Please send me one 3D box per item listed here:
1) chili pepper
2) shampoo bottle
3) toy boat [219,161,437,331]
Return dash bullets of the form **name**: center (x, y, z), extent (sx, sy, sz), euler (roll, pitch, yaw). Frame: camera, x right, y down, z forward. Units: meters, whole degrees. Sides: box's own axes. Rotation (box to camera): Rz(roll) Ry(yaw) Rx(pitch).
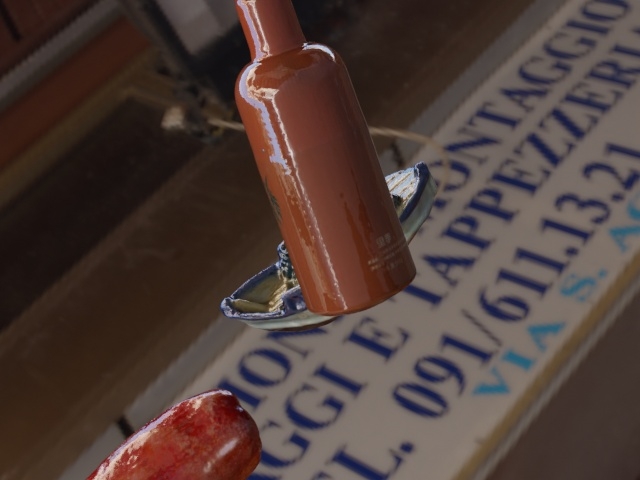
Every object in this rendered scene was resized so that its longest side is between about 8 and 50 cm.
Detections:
- **chili pepper**: center (-0.095, 0.149, 0.879), extent (0.123, 0.073, 0.070), euler (-39, -83, -8)
- **shampoo bottle**: center (-0.009, -0.072, 0.914), extent (0.085, 0.085, 0.244), euler (-28, -77, -37)
- **toy boat**: center (0.000, 0.000, 1.382), extent (0.115, 0.114, 0.262), euler (33, -66, -24)
